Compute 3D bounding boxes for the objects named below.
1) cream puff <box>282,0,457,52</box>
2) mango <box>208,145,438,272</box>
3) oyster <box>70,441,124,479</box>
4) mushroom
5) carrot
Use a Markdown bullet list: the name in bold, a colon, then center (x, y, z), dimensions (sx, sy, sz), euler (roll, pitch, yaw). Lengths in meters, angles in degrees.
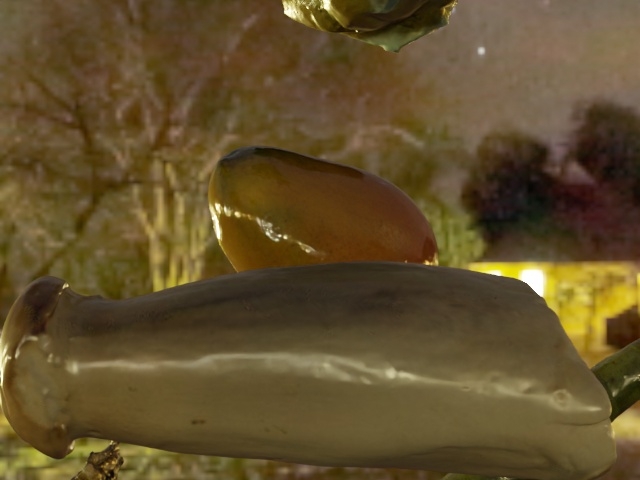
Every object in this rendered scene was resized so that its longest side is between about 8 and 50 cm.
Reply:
- **cream puff**: center (0.042, -0.411, 1.557), dimensions (0.378, 0.378, 0.275), euler (1, 7, -33)
- **mango**: center (0.004, 0.006, 1.297), dimensions (0.254, 0.176, 0.139), euler (16, -43, -33)
- **oyster**: center (-0.248, 0.259, 1.442), dimensions (0.051, 0.103, 0.148), euler (40, -4, 9)
- **mushroom**: center (-0.008, 0.080, 0.904), dimensions (0.407, 0.154, 0.137), euler (4, -33, -5)
- **carrot**: center (0.244, 0.200, 1.388), dimensions (0.358, 0.074, 0.074), euler (-38, 1, -6)
